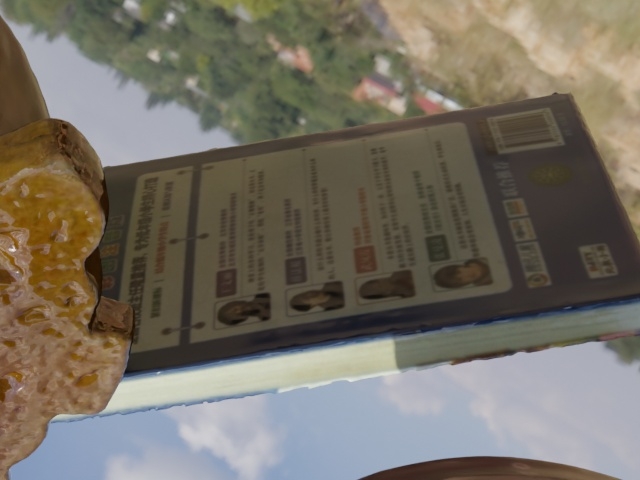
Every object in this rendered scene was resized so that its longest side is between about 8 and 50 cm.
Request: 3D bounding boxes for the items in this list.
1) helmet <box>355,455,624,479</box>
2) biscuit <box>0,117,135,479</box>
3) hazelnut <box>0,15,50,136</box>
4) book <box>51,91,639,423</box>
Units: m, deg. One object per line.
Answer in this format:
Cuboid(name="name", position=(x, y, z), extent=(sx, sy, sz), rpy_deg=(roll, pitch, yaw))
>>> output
Cuboid(name="helmet", position=(0.091, 0.200, 0.571), extent=(0.338, 0.197, 0.271), rpy_deg=(20, -173, -7))
Cuboid(name="biscuit", position=(-0.235, 0.042, 0.611), extent=(0.301, 0.278, 0.043), rpy_deg=(10, -144, -33))
Cuboid(name="hazelnut", position=(-0.358, -0.060, 0.815), extent=(0.366, 0.366, 0.366), rpy_deg=(29, -178, -1))
Cuboid(name="book", position=(0.000, 0.000, 0.918), extent=(0.428, 0.039, 0.300), rpy_deg=(-9, -147, 4))
